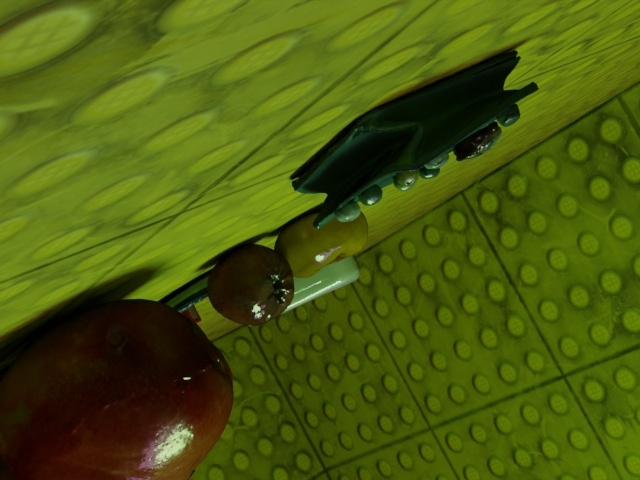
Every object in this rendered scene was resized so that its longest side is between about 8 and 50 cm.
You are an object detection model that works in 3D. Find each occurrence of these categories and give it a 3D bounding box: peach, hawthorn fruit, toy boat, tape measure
[{"bbox_3d":[0.000,0.000,2.078,0.179,0.103,0.179,-28,172,-4],"label":"peach"},{"bbox_3d":[-0.140,0.075,1.998,0.189,0.149,0.149,3,-176,14],"label":"hawthorn fruit"},{"bbox_3d":[-0.212,0.088,2.130,0.229,0.046,0.080,-31,174,27],"label":"toy boat"},{"bbox_3d":[-0.303,0.238,1.714,0.372,0.372,0.290,-31,-149,26],"label":"peach"},{"bbox_3d":[-0.051,0.072,2.451,0.258,0.130,0.265,-26,-179,2],"label":"tape measure"}]

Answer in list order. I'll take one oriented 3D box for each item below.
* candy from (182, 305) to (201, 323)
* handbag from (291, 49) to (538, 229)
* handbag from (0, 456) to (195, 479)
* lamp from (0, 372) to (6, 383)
[{"bbox_3d":[-0.302,0.161,2.299,0.122,0.062,0.038,-30,174,23],"label":"candy"},{"bbox_3d":[0.124,-0.119,1.512,0.274,0.100,0.269,-25,173,-31],"label":"handbag"},{"bbox_3d":[-0.448,0.400,1.922,0.410,0.116,0.303,11,-135,24],"label":"handbag"},{"bbox_3d":[-0.561,0.281,1.910,0.325,0.090,0.089,-28,175,-21],"label":"lamp"}]
